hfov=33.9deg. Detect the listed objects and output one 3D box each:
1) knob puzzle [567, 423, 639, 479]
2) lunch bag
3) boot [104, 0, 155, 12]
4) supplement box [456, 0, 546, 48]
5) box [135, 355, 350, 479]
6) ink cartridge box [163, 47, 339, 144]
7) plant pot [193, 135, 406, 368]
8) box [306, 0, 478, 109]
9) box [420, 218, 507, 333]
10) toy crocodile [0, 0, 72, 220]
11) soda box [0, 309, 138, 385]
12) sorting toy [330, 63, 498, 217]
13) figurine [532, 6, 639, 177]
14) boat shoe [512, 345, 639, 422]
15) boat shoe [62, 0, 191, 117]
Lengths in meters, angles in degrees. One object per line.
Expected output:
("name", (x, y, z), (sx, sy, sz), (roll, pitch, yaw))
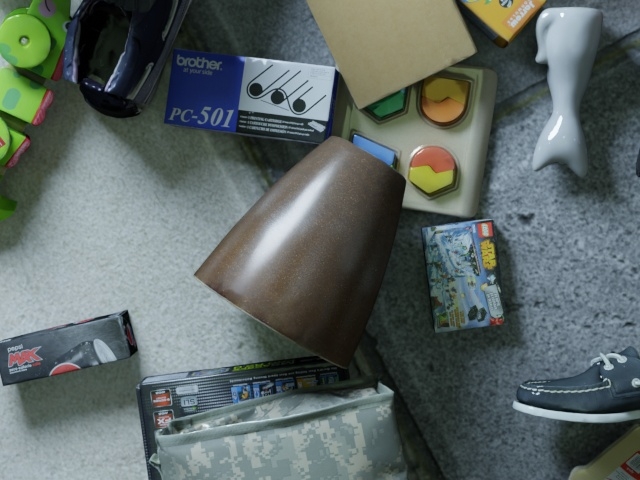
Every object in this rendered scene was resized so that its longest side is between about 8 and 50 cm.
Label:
("knob puzzle", (0.387, 0.341, 1.340), (0.213, 0.030, 0.213), (-1, 112, -2))
("lunch bag", (-0.040, 0.303, 1.227), (0.287, 0.169, 0.235), (-11, 93, -4))
("boot", (-0.252, -0.517, 1.207), (0.367, 0.146, 0.445), (25, 75, 2))
("supplement box", (0.168, -0.343, 1.300), (0.233, 0.080, 0.078), (40, 94, -3))
("box", (-0.085, 0.267, 1.338), (0.270, 0.060, 0.216), (-7, 92, 1))
("ink cartridge box", (-0.086, -0.179, 1.314), (0.207, 0.046, 0.097), (8, 92, 8))
("plant pot", (0.000, 0.000, 1.257), (0.215, 0.215, 0.230), (32, 88, -1))
("box", (0.076, -0.284, 1.276), (0.164, 0.021, 0.201), (-24, 99, 16))
("box", (0.183, 0.045, 1.341), (0.094, 0.027, 0.137), (-7, 93, 3))
("toy crocodile", (-0.371, -0.187, 1.298), (0.105, 0.115, 0.340), (24, 95, -19))
("soda box", (-0.324, 0.138, 1.339), (0.169, 0.053, 0.060), (-13, 92, 2))
("sorting toy", (0.111, -0.136, 1.329), (0.208, 0.038, 0.193), (9, 92, 0))
("figurine", (0.367, -0.179, 1.304), (0.215, 0.092, 0.209), (2, 97, 2))
("boat shoe", (0.387, 0.176, 1.308), (0.303, 0.114, 0.091), (1, 93, -11))
("boat shoe", (-0.214, -0.316, 1.265), (0.127, 0.158, 0.340), (15, 93, 0))
